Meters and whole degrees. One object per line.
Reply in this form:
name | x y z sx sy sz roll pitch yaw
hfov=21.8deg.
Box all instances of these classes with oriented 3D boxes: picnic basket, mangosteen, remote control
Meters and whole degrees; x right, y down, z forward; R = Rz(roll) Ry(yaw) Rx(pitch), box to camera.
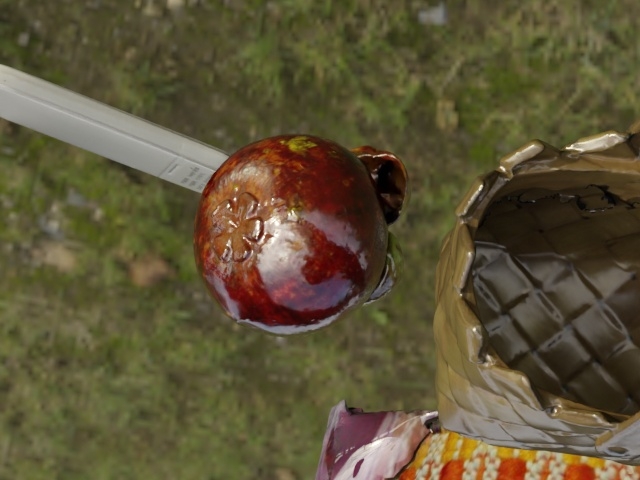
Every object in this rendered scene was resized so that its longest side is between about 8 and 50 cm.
picnic basket | 0.117 0.016 0.619 0.137 0.128 0.178 8 162 -8
mangosteen | -0.001 0.007 1.209 0.156 0.146 0.181 -34 133 27
remote control | -0.171 -0.087 1.329 0.245 0.022 0.077 21 164 -14

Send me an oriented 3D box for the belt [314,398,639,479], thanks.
belt | 0.150 0.180 0.890 0.295 0.160 0.207 1 146 32
